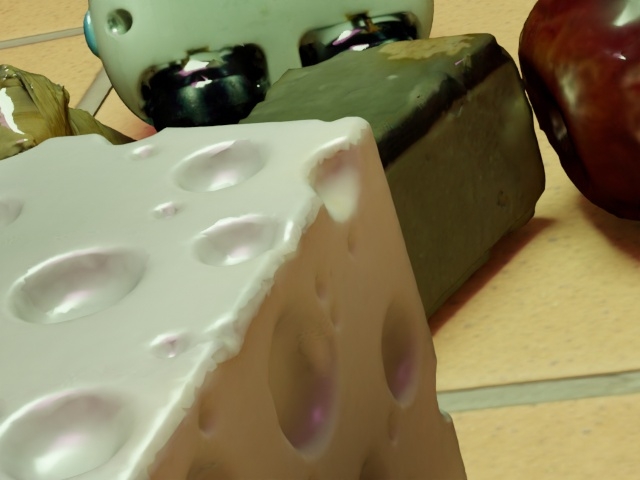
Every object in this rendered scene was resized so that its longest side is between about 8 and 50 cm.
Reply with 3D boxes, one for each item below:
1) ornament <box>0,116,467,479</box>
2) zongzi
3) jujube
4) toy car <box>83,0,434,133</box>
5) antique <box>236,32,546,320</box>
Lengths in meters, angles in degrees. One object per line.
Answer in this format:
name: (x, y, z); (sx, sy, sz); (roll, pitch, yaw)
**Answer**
ornament: (-0.095, 0.115, 0.672); (0.239, 0.239, 0.240); (-3, 31, 24)
zongzi: (-0.234, -0.037, 1.215); (0.194, 0.099, 0.197); (-31, -16, 15)
jujube: (0.278, -0.133, 0.989); (0.318, 0.223, 0.223); (-26, 28, -2)
toy car: (-0.047, -0.172, 1.251); (0.255, 0.189, 0.190); (-16, 0, -7)
antique: (0.000, 0.000, 0.956); (0.150, 0.125, 0.284); (0, 31, 36)
